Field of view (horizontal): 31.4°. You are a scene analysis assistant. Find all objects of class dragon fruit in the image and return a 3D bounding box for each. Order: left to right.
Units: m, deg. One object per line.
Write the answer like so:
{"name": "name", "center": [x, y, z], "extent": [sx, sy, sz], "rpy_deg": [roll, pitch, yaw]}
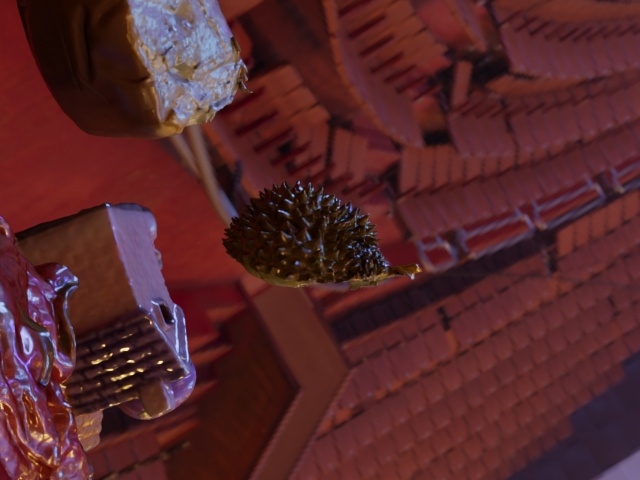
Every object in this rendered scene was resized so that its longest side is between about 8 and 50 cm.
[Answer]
{"name": "dragon fruit", "center": [-0.197, 0.152, 0.690], "extent": [0.286, 0.228, 0.329], "rpy_deg": [-23, -147, 59]}

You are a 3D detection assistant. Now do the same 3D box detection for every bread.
{"name": "bread", "center": [-0.272, -0.278, 1.590], "extent": [0.250, 0.279, 0.225], "rpy_deg": [11, -136, 39]}

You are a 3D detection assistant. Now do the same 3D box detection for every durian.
{"name": "durian", "center": [0.000, 0.000, 1.132], "extent": [0.146, 0.208, 0.102], "rpy_deg": [-34, 137, -64]}

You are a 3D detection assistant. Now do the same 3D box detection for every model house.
{"name": "model house", "center": [-0.264, 0.108, 1.238], "extent": [0.237, 0.237, 0.202], "rpy_deg": [-20, 172, 4]}

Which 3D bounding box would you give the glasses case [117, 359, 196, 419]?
{"name": "glasses case", "center": [-0.300, 0.115, 1.607], "extent": [0.123, 0.316, 0.076], "rpy_deg": [-31, 159, -30]}
